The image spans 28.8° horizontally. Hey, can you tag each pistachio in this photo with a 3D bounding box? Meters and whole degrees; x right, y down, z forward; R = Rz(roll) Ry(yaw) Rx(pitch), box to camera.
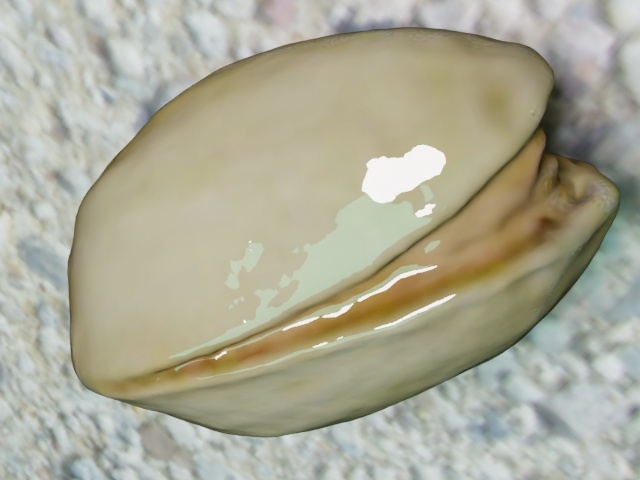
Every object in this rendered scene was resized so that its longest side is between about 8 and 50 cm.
[{"bbox_3d":[0.000,0.000,0.386,0.185,0.124,0.124,-23,106,38],"label":"pistachio"}]
